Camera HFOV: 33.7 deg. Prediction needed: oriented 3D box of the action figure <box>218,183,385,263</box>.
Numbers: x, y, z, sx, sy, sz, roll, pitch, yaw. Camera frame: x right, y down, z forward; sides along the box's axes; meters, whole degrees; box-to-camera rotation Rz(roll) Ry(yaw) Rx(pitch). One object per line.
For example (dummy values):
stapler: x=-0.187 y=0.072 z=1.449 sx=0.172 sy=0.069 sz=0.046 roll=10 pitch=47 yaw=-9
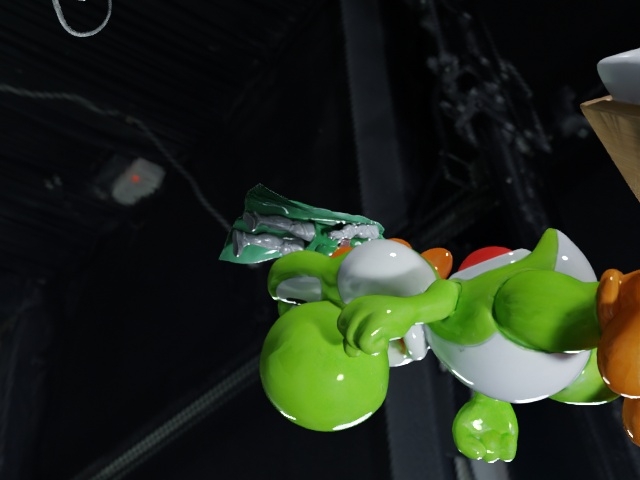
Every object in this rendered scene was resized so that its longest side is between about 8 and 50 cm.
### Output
action figure: x=0.000 y=0.000 z=1.376 sx=0.137 sy=0.232 sz=0.064 roll=-55 pitch=-141 yaw=40

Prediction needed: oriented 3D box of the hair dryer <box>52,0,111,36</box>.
hair dryer: x=-0.234 y=-0.406 z=1.272 sx=0.080 sy=0.223 sz=0.294 roll=12 pitch=-61 yaw=26

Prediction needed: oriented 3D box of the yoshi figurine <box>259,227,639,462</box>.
yoshi figurine: x=0.099 y=0.099 z=0.856 sx=0.362 sy=0.203 sz=0.204 roll=7 pitch=-77 yaw=30

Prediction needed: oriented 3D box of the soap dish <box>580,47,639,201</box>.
soap dish: x=0.304 y=-0.078 z=0.641 sx=0.291 sy=0.228 sz=0.118 roll=-80 pitch=156 yaw=-80
